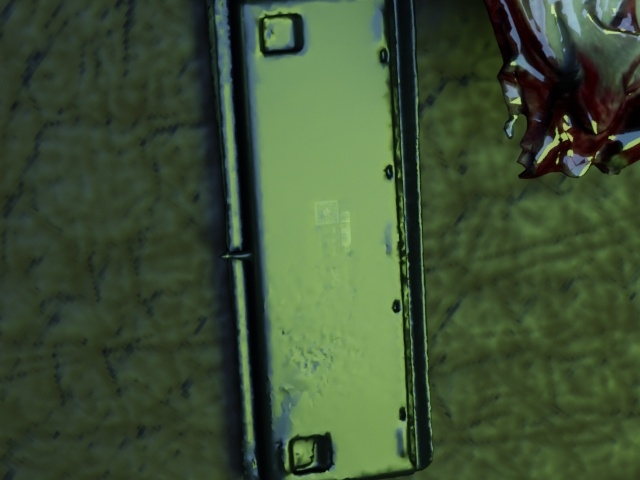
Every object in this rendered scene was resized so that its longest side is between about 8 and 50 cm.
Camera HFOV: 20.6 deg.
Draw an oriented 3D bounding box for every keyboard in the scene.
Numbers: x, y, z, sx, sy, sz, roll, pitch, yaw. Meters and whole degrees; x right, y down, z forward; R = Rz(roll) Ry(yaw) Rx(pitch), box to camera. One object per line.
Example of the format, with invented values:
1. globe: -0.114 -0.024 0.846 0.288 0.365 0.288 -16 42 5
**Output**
1. keyboard: 0.000 0.000 0.778 0.094 0.025 0.230 -6 104 -11

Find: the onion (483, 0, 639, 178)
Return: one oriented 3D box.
1. onion: 0.132 -0.158 0.714 0.227 0.120 0.283 24 95 -17
